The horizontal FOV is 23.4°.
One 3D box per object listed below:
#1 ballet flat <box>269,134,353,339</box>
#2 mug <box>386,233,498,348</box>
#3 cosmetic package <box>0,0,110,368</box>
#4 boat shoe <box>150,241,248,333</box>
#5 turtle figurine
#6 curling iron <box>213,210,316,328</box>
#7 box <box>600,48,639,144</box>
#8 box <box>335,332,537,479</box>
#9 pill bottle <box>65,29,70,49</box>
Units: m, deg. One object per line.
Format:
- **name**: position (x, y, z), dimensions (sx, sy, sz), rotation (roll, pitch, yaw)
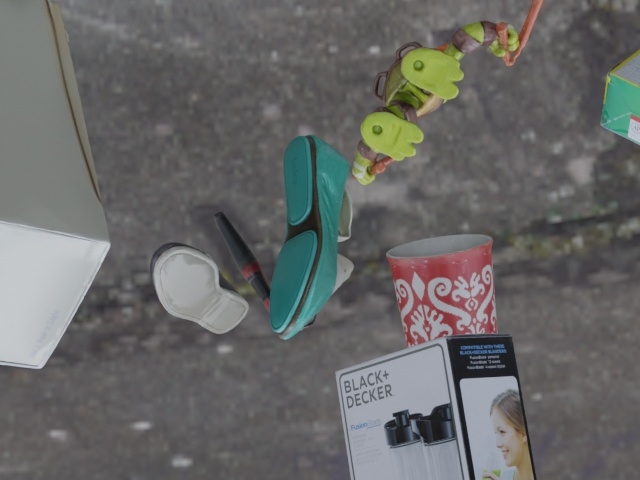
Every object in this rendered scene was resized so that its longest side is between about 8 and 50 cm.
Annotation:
- **ballet flat**: position (0.000, 0.000, 1.722), dimensions (0.087, 0.247, 0.083), rotation (20, 150, -31)
- **mug**: position (0.153, 0.083, 1.655), dimensions (0.150, 0.169, 0.113), rotation (-14, -170, -32)
- **cosmetic package**: position (-0.277, -0.063, 1.302), dimensions (0.113, 0.309, 0.160), rotation (11, 132, -30)
- **boat shoe**: position (-0.148, 0.045, 1.738), dimensions (0.075, 0.065, 0.206), rotation (-43, 151, 0)
- **turtle figurine**: position (0.106, -0.155, 1.500), dimensions (0.269, 0.087, 0.217), rotation (-42, -179, 13)
- **curling iron**: position (-0.086, 0.043, 2.196), dimensions (0.068, 0.274, 0.035), rotation (-9, 127, -32)
- **box**: position (0.254, -0.100, 0.890), dimensions (0.179, 0.105, 0.043), rotation (-37, 144, -32)
- **box**: position (0.114, 0.242, 1.413), dimensions (0.087, 0.290, 0.169), rotation (2, 165, -38)
- **pill bottle**: position (-0.355, -0.170, 1.741), dimensions (0.153, 0.265, 0.153), rotation (-3, -171, 1)
